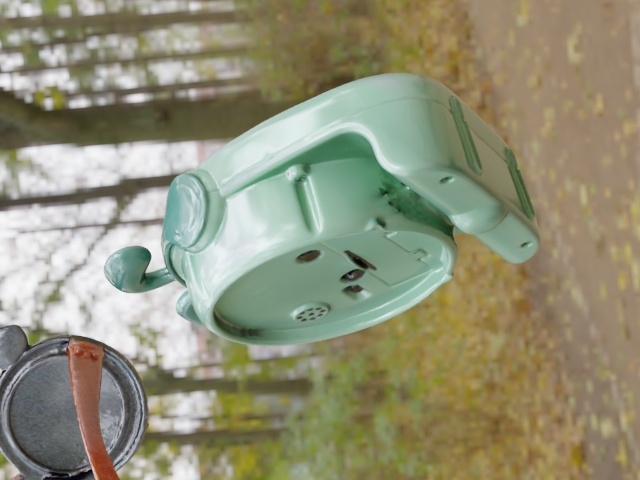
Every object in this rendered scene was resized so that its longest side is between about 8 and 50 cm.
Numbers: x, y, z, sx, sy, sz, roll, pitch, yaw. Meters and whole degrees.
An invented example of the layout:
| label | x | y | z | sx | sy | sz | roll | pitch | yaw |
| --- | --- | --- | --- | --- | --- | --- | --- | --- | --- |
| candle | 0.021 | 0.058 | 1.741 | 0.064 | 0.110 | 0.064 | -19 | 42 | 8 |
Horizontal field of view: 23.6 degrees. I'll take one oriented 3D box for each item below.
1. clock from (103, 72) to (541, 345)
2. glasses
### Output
| label | x | y | z | sx | sy | sz | roll | pitch | yaw |
| --- | --- | --- | --- | --- | --- | --- | --- | --- | --- |
| clock | 0.000 | -0.001 | 0.715 | 0.148 | 0.189 | 0.060 | 27 | -138 | -57 |
| glasses | -0.165 | 0.186 | 0.867 | 0.268 | 0.118 | 0.234 | -133 | 59 | -78 |
